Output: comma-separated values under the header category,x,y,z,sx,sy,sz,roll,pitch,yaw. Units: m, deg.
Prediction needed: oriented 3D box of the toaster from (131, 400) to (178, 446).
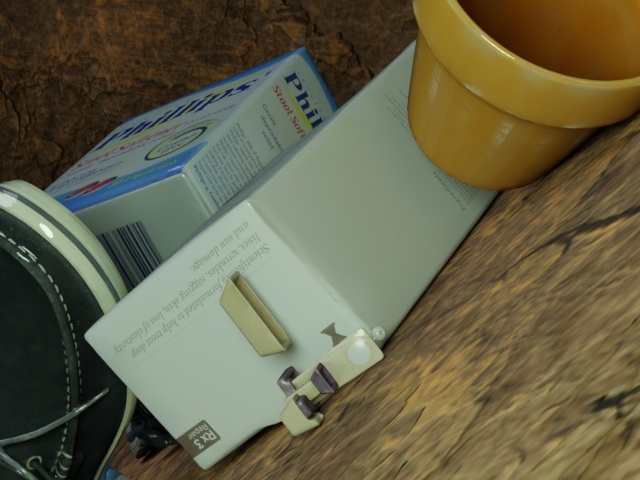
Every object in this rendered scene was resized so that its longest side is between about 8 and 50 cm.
category,x,y,z,sx,sy,sz,roll,pitch,yaw
toaster,-0.132,0.119,1.683,0.146,0.129,0.227,-41,5,-25

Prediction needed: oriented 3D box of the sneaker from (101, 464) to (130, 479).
category,x,y,z,sx,sy,sz,roll,pitch,yaw
sneaker,-0.274,0.278,1.752,0.162,0.073,0.063,-41,3,24

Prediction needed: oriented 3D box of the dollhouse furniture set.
category,x,y,z,sx,sy,sz,roll,pitch,yaw
dollhouse furniture set,-0.013,0.059,1.128,0.081,0.114,0.091,-37,2,12

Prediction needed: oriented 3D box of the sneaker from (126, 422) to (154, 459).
category,x,y,z,sx,sy,sz,roll,pitch,yaw
sneaker,-0.214,0.177,1.962,0.110,0.122,0.283,-43,3,-4

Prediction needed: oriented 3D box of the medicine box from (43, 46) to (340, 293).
category,x,y,z,sx,sy,sz,roll,pitch,yaw
medicine box,-0.137,-0.041,1.665,0.263,0.149,0.289,-18,20,33

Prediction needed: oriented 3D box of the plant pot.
category,x,y,z,sx,sy,sz,roll,pitch,yaw
plant pot,0.152,-0.142,1.240,0.205,0.205,0.188,-44,-12,-34

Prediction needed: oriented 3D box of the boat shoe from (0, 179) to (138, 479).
category,x,y,z,sx,sy,sz,roll,pitch,yaw
boat shoe,-0.275,0.158,1.442,0.156,0.186,0.500,-41,-22,-42

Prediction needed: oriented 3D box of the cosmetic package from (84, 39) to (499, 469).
category,x,y,z,sx,sy,sz,roll,pitch,yaw
cosmetic package,0.000,0.000,1.374,0.217,0.156,0.385,-38,4,32
